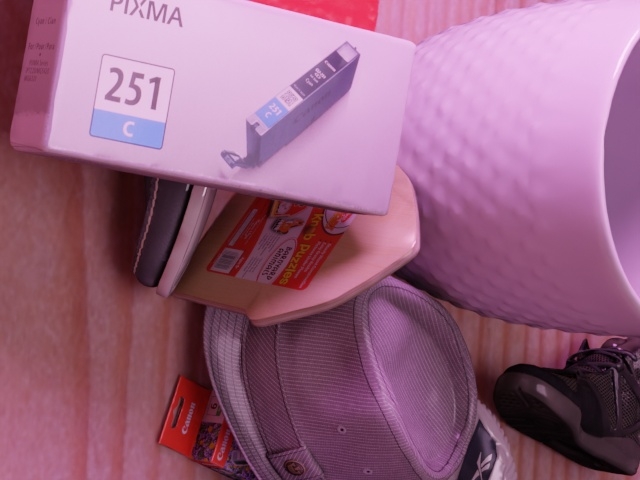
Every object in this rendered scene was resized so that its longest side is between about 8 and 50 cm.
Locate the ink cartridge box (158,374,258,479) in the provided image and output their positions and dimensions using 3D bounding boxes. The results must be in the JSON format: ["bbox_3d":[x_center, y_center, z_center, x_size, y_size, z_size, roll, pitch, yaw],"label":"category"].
[{"bbox_3d":[-0.076,0.158,1.639,0.115,0.029,0.063,32,69,-42],"label":"ink cartridge box"}]

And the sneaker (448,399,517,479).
[{"bbox_3d":[0.093,0.258,1.765,0.153,0.094,0.235,-5,105,-53],"label":"sneaker"}]

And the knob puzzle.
[{"bbox_3d":[0.000,0.000,1.596,0.213,0.213,0.030,-55,136,-28],"label":"knob puzzle"}]

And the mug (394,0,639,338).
[{"bbox_3d":[0.212,-0.093,1.704,0.374,0.328,0.276,-50,124,-32],"label":"mug"}]

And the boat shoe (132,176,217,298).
[{"bbox_3d":[-0.114,-0.117,1.568,0.099,0.116,0.319,13,89,-1],"label":"boat shoe"}]

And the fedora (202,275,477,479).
[{"bbox_3d":[0.038,0.110,1.657,0.244,0.124,0.275,-45,116,-44],"label":"fedora"}]

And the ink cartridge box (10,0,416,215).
[{"bbox_3d":[-0.065,-0.168,1.477,0.296,0.066,0.261,10,88,-32],"label":"ink cartridge box"}]

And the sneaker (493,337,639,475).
[{"bbox_3d":[0.247,0.136,1.921,0.227,0.087,0.130,30,69,-44],"label":"sneaker"}]
